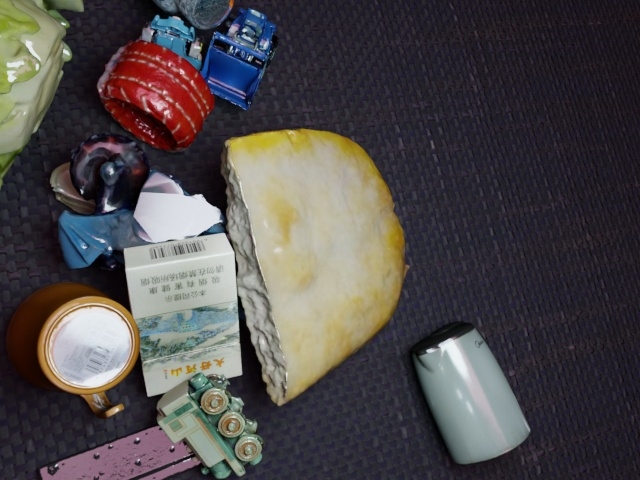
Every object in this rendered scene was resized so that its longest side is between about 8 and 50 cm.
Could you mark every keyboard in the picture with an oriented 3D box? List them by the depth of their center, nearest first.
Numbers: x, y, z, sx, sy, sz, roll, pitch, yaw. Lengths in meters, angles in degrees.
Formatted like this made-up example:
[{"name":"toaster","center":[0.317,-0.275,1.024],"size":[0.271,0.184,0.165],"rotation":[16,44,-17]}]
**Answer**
[{"name":"keyboard","center":[-0.301,0.373,0.976],"size":[0.309,0.018,0.101],"rotation":[-16,82,-21]}]

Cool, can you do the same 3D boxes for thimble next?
[{"name":"thimble","center":[-0.287,-0.252,1.035],"size":[0.163,0.189,0.125],"rotation":[12,70,31]}]

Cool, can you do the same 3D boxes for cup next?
[{"name":"cup","center":[-0.363,0.173,0.883],"size":[0.182,0.264,0.226],"rotation":[-25,98,-30]}]

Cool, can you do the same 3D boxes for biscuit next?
[{"name":"biscuit","center":[-0.001,0.000,1.052],"size":[0.446,0.104,0.429],"rotation":[-25,98,-46]}]

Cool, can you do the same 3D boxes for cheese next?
[{"name":"cheese","center":[-0.391,-0.090,1.035],"size":[0.171,0.047,0.092],"rotation":[14,71,-21]}]

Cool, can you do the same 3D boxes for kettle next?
[{"name":"kettle","center":[0.293,0.278,1.137],"size":[0.221,0.161,0.236],"rotation":[-19,81,-49]}]

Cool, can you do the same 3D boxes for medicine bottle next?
[{"name":"medicine bottle","center":[-0.284,-0.516,1.071],"size":[0.141,0.141,0.293],"rotation":[-36,69,-22]}]

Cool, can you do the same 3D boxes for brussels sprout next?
[{"name":"brussels sprout","center":[-0.588,-0.286,0.853],"size":[0.361,0.342,0.425],"rotation":[22,61,-20]}]

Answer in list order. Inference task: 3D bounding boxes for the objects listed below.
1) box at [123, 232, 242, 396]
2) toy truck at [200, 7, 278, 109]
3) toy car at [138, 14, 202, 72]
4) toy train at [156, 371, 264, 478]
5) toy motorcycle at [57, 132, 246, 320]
[{"name":"box","center":[-0.222,0.125,0.951],"size":[0.164,0.069,0.256],"rotation":[-9,121,-18]},{"name":"toy truck","center":[-0.151,-0.363,1.117],"size":[0.113,0.126,0.208],"rotation":[22,55,-11]},{"name":"toy car","center":[-0.279,-0.376,1.083],"size":[0.126,0.161,0.098],"rotation":[12,64,-14]},{"name":"toy train","center":[-0.180,0.315,0.967],"size":[0.125,0.081,0.194],"rotation":[-31,105,-3]},{"name":"toy motorcycle","center":[-0.270,0.006,1.004],"size":[0.416,0.172,0.232],"rotation":[36,83,-23]}]
